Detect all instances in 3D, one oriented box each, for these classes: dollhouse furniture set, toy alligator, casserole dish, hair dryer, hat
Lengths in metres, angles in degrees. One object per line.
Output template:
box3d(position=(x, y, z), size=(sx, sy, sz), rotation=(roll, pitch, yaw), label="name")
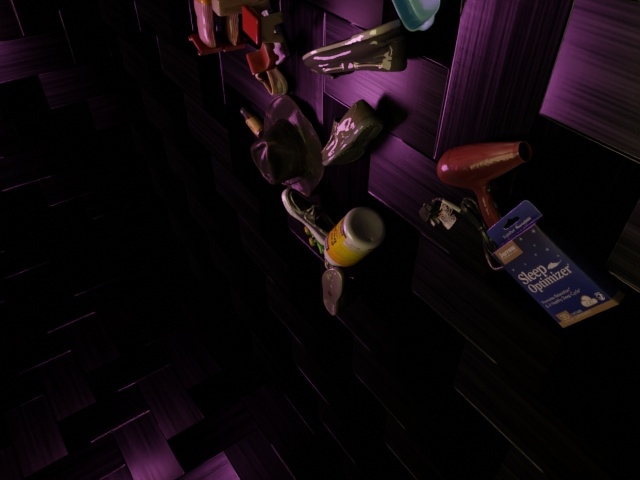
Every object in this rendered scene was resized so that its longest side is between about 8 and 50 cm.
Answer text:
box3d(position=(-0.244, -0.579, 1.441), size=(0.374, 0.152, 0.201), rotation=(55, 153, 38), label="dollhouse furniture set")
box3d(position=(0.000, 0.000, 1.669), size=(0.051, 0.056, 0.189), rotation=(-50, -61, -72), label="toy alligator")
box3d(position=(0.170, -0.477, 0.962), size=(0.188, 0.037, 0.114), rotation=(65, 153, -2), label="casserole dish")
box3d(position=(0.320, -0.090, 1.013), size=(0.224, 0.080, 0.293), rotation=(36, 150, 19), label="hair dryer")
box3d(position=(-0.129, -0.264, 1.583), size=(0.331, 0.134, 0.331), rotation=(43, 146, 39), label="hat")

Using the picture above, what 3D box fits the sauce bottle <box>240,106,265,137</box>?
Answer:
box3d(position=(-0.222, -0.391, 1.745), size=(0.128, 0.042, 0.042), rotation=(52, 151, 27), label="sauce bottle")

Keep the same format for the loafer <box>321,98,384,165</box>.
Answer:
box3d(position=(0.071, -0.258, 1.288), size=(0.251, 0.095, 0.087), rotation=(-36, 68, 58), label="loafer")

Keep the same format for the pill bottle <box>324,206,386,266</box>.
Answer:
box3d(position=(0.084, 0.000, 1.435), size=(0.117, 0.117, 0.215), rotation=(60, 153, 10), label="pill bottle")

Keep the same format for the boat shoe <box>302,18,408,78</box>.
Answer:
box3d(position=(0.064, -0.388, 1.144), size=(0.335, 0.112, 0.095), rotation=(14, 127, 59), label="boat shoe")

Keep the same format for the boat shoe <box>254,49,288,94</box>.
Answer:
box3d(position=(-0.159, -0.485, 1.527), size=(0.170, 0.059, 0.063), rotation=(53, 151, 22), label="boat shoe")

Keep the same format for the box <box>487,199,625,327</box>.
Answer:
box3d(position=(0.401, 0.045, 0.941), size=(0.225, 0.037, 0.136), rotation=(48, 151, 9), label="box")

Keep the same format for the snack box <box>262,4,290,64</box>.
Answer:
box3d(position=(-0.135, -0.579, 1.446), size=(0.064, 0.022, 0.178), rotation=(-8, 105, 65), label="snack box")

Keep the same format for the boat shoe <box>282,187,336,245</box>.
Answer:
box3d(position=(-0.021, -0.079, 1.582), size=(0.219, 0.077, 0.070), rotation=(45, 147, -11), label="boat shoe")

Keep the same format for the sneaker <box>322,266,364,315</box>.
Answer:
box3d(position=(0.073, 0.125, 1.550), size=(0.083, 0.118, 0.222), rotation=(50, 156, 24), label="sneaker")
